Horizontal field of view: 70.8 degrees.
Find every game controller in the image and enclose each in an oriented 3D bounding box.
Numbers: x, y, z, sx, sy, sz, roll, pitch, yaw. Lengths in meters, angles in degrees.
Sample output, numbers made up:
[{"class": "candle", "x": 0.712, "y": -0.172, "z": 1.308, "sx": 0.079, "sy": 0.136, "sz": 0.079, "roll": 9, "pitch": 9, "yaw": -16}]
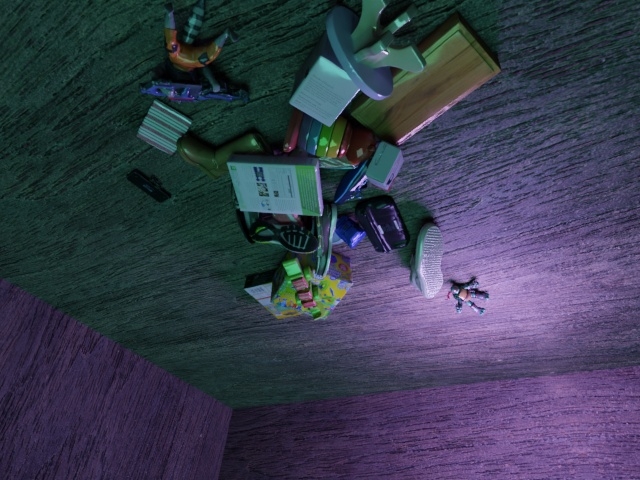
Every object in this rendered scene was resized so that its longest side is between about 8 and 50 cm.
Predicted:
[{"class": "game controller", "x": 0.267, "y": -0.061, "z": 1.903, "sx": 0.166, "sy": 0.067, "sz": 0.319, "roll": -23, "pitch": 135, "yaw": 12}]

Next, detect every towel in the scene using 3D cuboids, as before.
[{"class": "towel", "x": -0.560, "y": -0.405, "z": 1.617, "sx": 0.144, "sy": 0.029, "sz": 0.197, "roll": 28, "pitch": 134, "yaw": -25}]

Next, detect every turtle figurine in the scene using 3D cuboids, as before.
[{"class": "turtle figurine", "x": 0.711, "y": 0.268, "z": 2.195, "sx": 0.234, "sy": 0.118, "sz": 0.175, "roll": 25, "pitch": 97, "yaw": -24}]

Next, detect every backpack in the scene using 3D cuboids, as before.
[{"class": "backpack", "x": 0.117, "y": -0.045, "z": 1.877, "sx": 0.098, "sy": 0.120, "sz": 0.101, "roll": -44, "pitch": 162, "yaw": -4}]

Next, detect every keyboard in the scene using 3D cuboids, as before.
[{"class": "keyboard", "x": -0.700, "y": -0.227, "z": 1.858, "sx": 0.108, "sy": 0.023, "sz": 0.180, "roll": -18, "pitch": 136, "yaw": 36}]

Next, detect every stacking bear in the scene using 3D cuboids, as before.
[{"class": "stacking bear", "x": 0.041, "y": -0.336, "z": 1.484, "sx": 0.288, "sy": 0.175, "sz": 0.165, "roll": 16, "pitch": 105, "yaw": -1}]

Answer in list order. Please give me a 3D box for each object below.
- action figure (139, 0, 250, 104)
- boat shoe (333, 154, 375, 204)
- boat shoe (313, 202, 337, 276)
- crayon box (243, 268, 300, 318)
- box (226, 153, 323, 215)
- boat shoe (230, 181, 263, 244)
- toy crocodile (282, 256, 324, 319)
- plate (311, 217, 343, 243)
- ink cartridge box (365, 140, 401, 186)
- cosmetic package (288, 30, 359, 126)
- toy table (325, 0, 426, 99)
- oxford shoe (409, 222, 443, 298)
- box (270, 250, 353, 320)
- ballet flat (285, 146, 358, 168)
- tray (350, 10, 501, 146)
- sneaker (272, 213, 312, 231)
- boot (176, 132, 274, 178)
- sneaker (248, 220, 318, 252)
[{"class": "action figure", "x": -0.365, "y": -0.537, "z": 1.368, "sx": 0.341, "sy": 0.179, "sz": 0.330, "roll": -2, "pitch": 157, "yaw": -35}, {"class": "boat shoe", "x": 0.141, "y": -0.212, "z": 1.688, "sx": 0.088, "sy": 0.109, "sz": 0.258, "roll": 20, "pitch": 141, "yaw": -22}, {"class": "boat shoe", "x": 0.000, "y": 0.000, "z": 1.881, "sx": 0.096, "sy": 0.117, "sz": 0.325, "roll": 4, "pitch": 113, "yaw": -10}, {"class": "crayon box", "x": -0.225, "y": 0.287, "z": 2.372, "sx": 0.202, "sy": 0.083, "sz": 0.323, "roll": -15, "pitch": 136, "yaw": 25}, {"class": "box", "x": -0.156, "y": -0.197, "z": 1.625, "sx": 0.321, "sy": 0.059, "sz": 0.232, "roll": 6, "pitch": 137, "yaw": 11}, {"class": "boat shoe", "x": -0.301, "y": -0.115, "z": 1.877, "sx": 0.112, "sy": 0.096, "sz": 0.335, "roll": 0, "pitch": 141, "yaw": 8}, {"class": "toy crocodile", "x": -0.071, "y": 0.208, "z": 1.942, "sx": 0.115, "sy": 0.105, "sz": 0.341, "roll": -15, "pitch": 127, "yaw": 10}, {"class": "plate", "x": 0.037, "y": -0.035, "z": 1.984, "sx": 0.188, "sy": 0.024, "sz": 0.188, "roll": 3, "pitch": 141, "yaw": 3}, {"class": "ink cartridge box", "x": 0.220, "y": -0.247, "z": 1.527, "sx": 0.072, "sy": 0.128, "sz": 0.175, "roll": 28, "pitch": -176, "yaw": 13}, {"class": "cosmetic package", "x": 0.021, "y": -0.477, "z": 1.342, "sx": 0.151, "sy": 0.151, "sz": 0.183, "roll": 25, "pitch": 137, "yaw": -21}, {"class": "toy table", "x": 0.156, "y": -0.532, "z": 1.206, "sx": 0.274, "sy": 0.252, "sz": 0.160, "roll": 40, "pitch": 145, "yaw": -27}, {"class": "oxford shoe", "x": 0.455, "y": 0.089, "z": 1.994, "sx": 0.130, "sy": 0.169, "sz": 0.450, "roll": 38, "pitch": 157, "yaw": 38}, {"class": "box", "x": -0.044, "y": 0.186, "z": 2.105, "sx": 0.289, "sy": 0.177, "sz": 0.279, "roll": 22, "pitch": 126, "yaw": -18}, {"class": "ballet flat", "x": -0.015, "y": -0.308, "z": 1.615, "sx": 0.315, "sy": 0.108, "sz": 0.106, "roll": -5, "pitch": 120, "yaw": 6}, {"class": "tray", "x": 0.308, "y": -0.466, "z": 1.377, "sx": 0.202, "sy": 0.076, "sz": 0.410, "roll": 32, "pitch": 135, "yaw": -28}, {"class": "sneaker", "x": -0.155, "y": -0.125, "z": 1.831, "sx": 0.136, "sy": 0.116, "sz": 0.314, "roll": -12, "pitch": 137, "yaw": 24}, {"class": "boot", "x": -0.341, "y": -0.334, "z": 1.624, "sx": 0.269, "sy": 0.089, "sz": 0.236, "roll": -15, "pitch": 151, "yaw": 26}, {"class": "sneaker", "x": -0.141, "y": -0.011, "z": 1.865, "sx": 0.299, "sy": 0.111, "sz": 0.121, "roll": 16, "pitch": 173, "yaw": 20}]
